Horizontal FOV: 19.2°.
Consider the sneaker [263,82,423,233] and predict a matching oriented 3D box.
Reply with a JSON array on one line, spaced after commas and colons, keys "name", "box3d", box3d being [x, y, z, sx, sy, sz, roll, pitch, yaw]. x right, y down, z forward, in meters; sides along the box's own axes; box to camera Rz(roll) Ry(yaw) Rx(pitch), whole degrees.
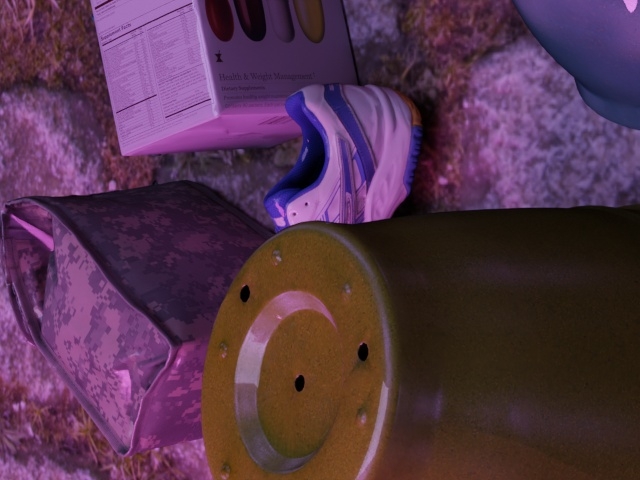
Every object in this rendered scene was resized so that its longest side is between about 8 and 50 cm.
[{"name": "sneaker", "box3d": [0.000, 0.000, 1.739, 0.112, 0.131, 0.296, 7, 89, 65]}]

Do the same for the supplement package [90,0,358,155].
[{"name": "supplement package", "box3d": [-0.092, -0.198, 1.797, 0.149, 0.194, 0.203, -18, 82, 44]}]

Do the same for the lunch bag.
[{"name": "lunch bag", "box3d": [-0.158, 0.053, 1.859, 0.287, 0.235, 0.169, 47, 127, 32]}]

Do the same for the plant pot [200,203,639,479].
[{"name": "plant pot", "box3d": [0.113, 0.127, 1.454, 0.366, 0.353, 0.366, -16, 69, 51]}]

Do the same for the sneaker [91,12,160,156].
[{"name": "sneaker", "box3d": [-0.191, -0.223, 1.955, 0.107, 0.110, 0.275, 2, 96, 45]}]

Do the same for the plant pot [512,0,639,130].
[{"name": "plant pot", "box3d": [0.268, -0.204, 1.405, 0.293, 0.293, 0.196, 26, 139, 41]}]
